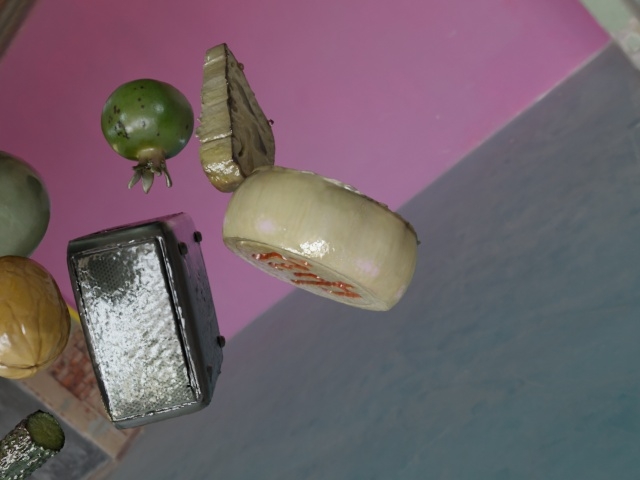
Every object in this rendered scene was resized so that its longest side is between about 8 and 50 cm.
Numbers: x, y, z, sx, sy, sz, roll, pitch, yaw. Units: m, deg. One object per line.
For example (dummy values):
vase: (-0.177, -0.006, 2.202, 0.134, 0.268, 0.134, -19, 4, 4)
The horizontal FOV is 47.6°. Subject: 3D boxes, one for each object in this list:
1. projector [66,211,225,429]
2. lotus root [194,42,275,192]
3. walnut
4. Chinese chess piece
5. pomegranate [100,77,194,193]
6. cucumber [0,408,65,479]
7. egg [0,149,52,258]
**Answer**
projector: (-0.364, 0.158, 1.618, 0.241, 0.406, 0.395, -13, 6, -3)
lotus root: (-0.144, -0.197, 1.269, 0.074, 0.170, 0.261, -19, 53, 25)
walnut: (-0.475, 0.116, 1.135, 0.159, 0.159, 0.207, -42, 54, 14)
Chinese chess piece: (0.000, 0.000, 0.990, 0.112, 0.270, 0.270, -68, 18, -12)
pomegranate: (-0.338, -0.205, 1.429, 0.181, 0.181, 0.224, -30, 60, 50)
cucumber: (-0.639, 0.466, 1.395, 0.359, 0.096, 0.096, -41, 13, 15)
egg: (-0.646, -0.025, 1.277, 0.352, 0.259, 0.258, -34, 4, -33)
